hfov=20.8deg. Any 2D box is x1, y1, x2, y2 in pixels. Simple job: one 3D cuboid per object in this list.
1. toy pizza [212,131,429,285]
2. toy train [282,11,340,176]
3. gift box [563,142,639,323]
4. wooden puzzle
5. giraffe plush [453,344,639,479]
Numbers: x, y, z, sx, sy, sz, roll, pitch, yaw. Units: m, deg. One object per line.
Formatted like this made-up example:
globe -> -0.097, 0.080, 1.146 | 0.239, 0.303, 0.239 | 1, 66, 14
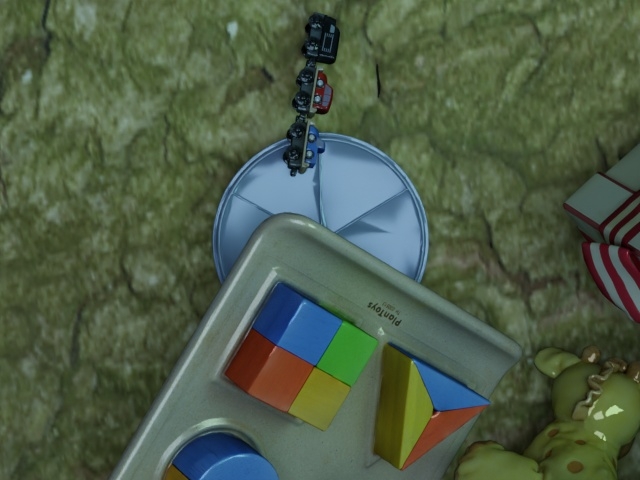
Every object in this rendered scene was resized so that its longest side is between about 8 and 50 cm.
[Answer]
toy pizza -> 0.000, 0.000, 1.622 | 0.201, 0.032, 0.201 | 0, 94, -4
toy train -> -0.006, -0.132, 1.595 | 0.036, 0.027, 0.158 | 11, 75, -8
gift box -> 0.383, 0.014, 1.538 | 0.258, 0.276, 0.255 | -41, 108, -3
wooden puzzle -> -0.003, 0.186, 1.539 | 0.322, 0.080, 0.348 | 31, 95, -36
giraffe plush -> 0.232, 0.187, 1.591 | 0.181, 0.210, 0.170 | 28, 63, -1
